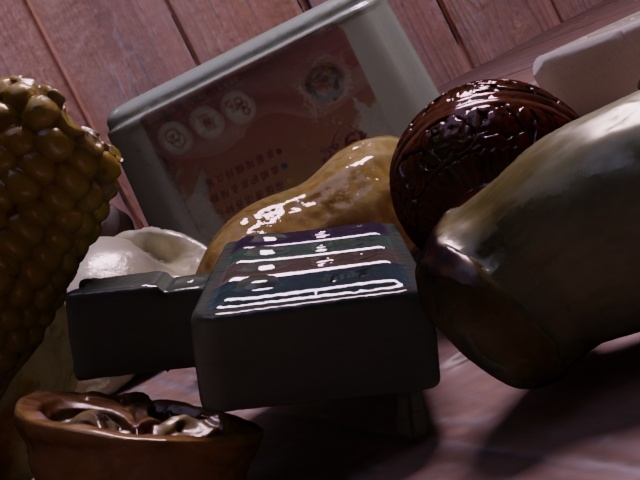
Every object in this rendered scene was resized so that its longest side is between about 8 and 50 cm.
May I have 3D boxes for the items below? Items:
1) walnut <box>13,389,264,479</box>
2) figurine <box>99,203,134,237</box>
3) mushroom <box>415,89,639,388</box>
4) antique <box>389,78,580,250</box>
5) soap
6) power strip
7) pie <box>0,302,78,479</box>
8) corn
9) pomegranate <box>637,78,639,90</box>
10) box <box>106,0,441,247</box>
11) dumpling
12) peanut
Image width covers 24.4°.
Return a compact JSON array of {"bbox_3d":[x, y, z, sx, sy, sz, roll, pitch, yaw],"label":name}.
[{"bbox_3d":[-0.070,0.087,0.546,0.091,0.052,0.121,8,-1,-9],"label":"walnut"},{"bbox_3d":[-0.262,0.055,1.237,0.218,0.206,0.365,-43,-19,16],"label":"figurine"},{"bbox_3d":[0.176,-0.037,0.471,0.312,0.081,0.100,-23,13,15],"label":"mushroom"},{"bbox_3d":[0.082,-0.029,0.702,0.104,0.104,0.104,-26,6,3],"label":"antique"},{"bbox_3d":[0.251,-0.139,1.079,0.121,0.063,0.183,-26,6,-21],"label":"soap"},{"bbox_3d":[-0.030,0.035,0.619,0.145,0.061,0.215,-5,6,1],"label":"power strip"},{"bbox_3d":[-0.231,0.085,0.717,0.248,0.201,0.090,-16,26,-24],"label":"pie"},{"bbox_3d":[-0.194,0.070,0.622,0.310,0.101,0.101,-57,13,-11],"label":"corn"},{"bbox_3d":[0.230,-0.116,0.688,0.191,0.131,0.152,-38,14,-27],"label":"pomegranate"},{"bbox_3d":[-0.033,-0.091,1.315,0.312,0.182,0.175,-27,6,5],"label":"box"},{"bbox_3d":[-0.134,0.037,1.051,0.134,0.100,0.169,-22,8,10],"label":"dumpling"},{"bbox_3d":[0.001,0.000,0.904,0.193,0.089,0.089,-34,8,-22],"label":"peanut"}]
